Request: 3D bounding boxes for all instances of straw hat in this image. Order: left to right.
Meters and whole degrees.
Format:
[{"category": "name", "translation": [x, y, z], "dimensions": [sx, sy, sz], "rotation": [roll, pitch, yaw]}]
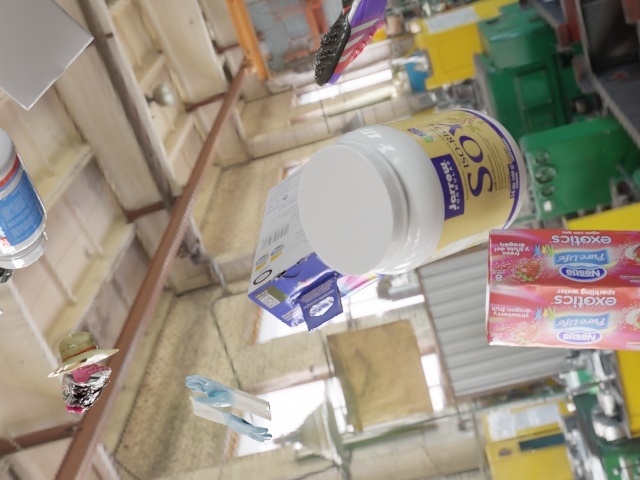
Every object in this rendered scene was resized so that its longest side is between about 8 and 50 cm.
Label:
[{"category": "straw hat", "translation": [-0.472, 0.211, 1.622], "dimensions": [0.144, 0.144, 0.061], "rotation": [23, -136, -79]}]

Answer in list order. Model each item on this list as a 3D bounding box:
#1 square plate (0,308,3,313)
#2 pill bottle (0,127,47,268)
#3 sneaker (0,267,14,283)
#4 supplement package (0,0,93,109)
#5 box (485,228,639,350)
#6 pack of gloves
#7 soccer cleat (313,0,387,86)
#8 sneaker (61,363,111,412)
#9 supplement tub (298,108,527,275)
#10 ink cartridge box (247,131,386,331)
[{"category": "square plate", "translation": [-0.960, 0.117, 1.875], "dimensions": [0.347, 0.344, 0.049], "rotation": [61, -163, -54]}, {"category": "pill bottle", "translation": [-0.471, -0.054, 1.210], "dimensions": [0.221, 0.124, 0.124], "rotation": [87, 176, -55]}, {"category": "sneaker", "translation": [-0.666, 0.033, 1.476], "dimensions": [0.330, 0.146, 0.122], "rotation": [166, 129, -89]}, {"category": "supplement package", "translation": [-0.569, -0.396, 1.436], "dimensions": [0.293, 0.177, 0.175], "rotation": [43, 179, -30]}, {"category": "box", "translation": [0.365, 0.069, 1.183], "dimensions": [0.122, 0.257, 0.128], "rotation": [-77, -15, -48]}, {"category": "pack of gloves", "translation": [-0.226, 0.416, 2.004], "dimensions": [0.195, 0.232, 0.046], "rotation": [88, -154, -45]}, {"category": "soccer cleat", "translation": [0.085, -0.478, 1.903], "dimensions": [0.116, 0.108, 0.318], "rotation": [28, -104, -27]}, {"category": "sneaker", "translation": [-0.608, 0.376, 2.151], "dimensions": [0.299, 0.121, 0.112], "rotation": [128, 153, -67]}, {"category": "supplement tub", "translation": [0.151, -0.080, 1.366], "dimensions": [0.331, 0.241, 0.241], "rotation": [-18, -86, -41]}, {"category": "ink cartridge box", "translation": [0.000, 0.000, 1.743], "dimensions": [0.151, 0.270, 0.395], "rotation": [39, -143, -25]}]
